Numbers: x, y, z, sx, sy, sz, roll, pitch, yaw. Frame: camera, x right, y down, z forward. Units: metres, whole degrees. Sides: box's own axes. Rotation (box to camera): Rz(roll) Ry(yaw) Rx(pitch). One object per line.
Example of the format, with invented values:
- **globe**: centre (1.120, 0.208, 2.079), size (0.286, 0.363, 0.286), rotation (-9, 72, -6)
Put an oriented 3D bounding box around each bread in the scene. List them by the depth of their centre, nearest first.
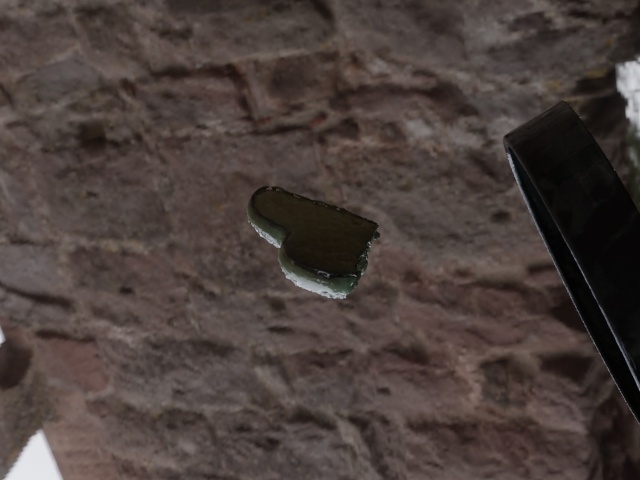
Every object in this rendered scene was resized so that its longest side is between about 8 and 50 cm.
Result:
- **bread**: centre (0.000, 0.000, 1.386), size (0.172, 0.064, 0.232), rotation (-8, -142, -32)

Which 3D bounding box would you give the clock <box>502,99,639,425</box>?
- **clock**: centre (0.304, 0.040, 1.083), size (0.076, 0.386, 0.386), rotation (-27, -155, 8)
